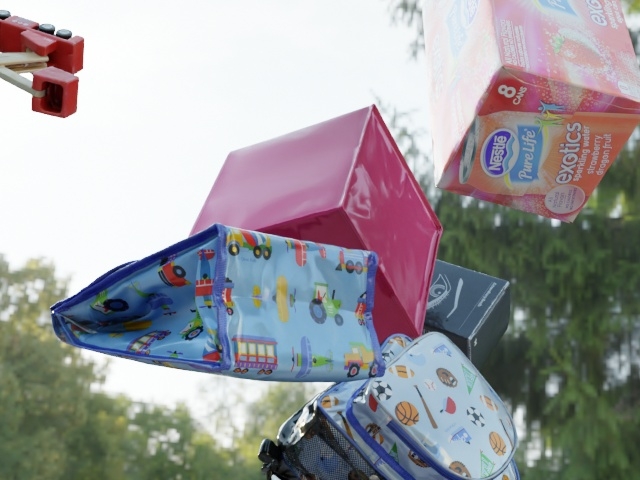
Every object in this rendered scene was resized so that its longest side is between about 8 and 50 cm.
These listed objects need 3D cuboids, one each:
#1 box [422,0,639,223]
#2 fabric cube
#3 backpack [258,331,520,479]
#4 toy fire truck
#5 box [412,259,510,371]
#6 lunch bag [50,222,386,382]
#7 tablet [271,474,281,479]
[{"bbox_3d":[0.194,-0.182,1.105,0.142,0.300,0.154,14,-46,-12],"label":"box"},{"bbox_3d":[0.000,0.000,1.683,0.258,0.254,0.259,-16,-57,25],"label":"fabric cube"},{"bbox_3d":[0.115,0.257,1.370,0.276,0.263,0.213,-33,-6,-48],"label":"backpack"},{"bbox_3d":[-0.346,-0.210,1.344,0.192,0.135,0.047,19,-58,13],"label":"toy fire truck"},{"bbox_3d":[0.179,0.119,1.841,0.207,0.153,0.108,19,-45,27],"label":"box"},{"bbox_3d":[-0.117,0.088,1.185,0.293,0.138,0.221,-14,-17,42],"label":"lunch bag"},{"bbox_3d":[-0.014,0.234,0.948,0.006,0.083,0.054,-36,-52,6],"label":"tablet"}]
